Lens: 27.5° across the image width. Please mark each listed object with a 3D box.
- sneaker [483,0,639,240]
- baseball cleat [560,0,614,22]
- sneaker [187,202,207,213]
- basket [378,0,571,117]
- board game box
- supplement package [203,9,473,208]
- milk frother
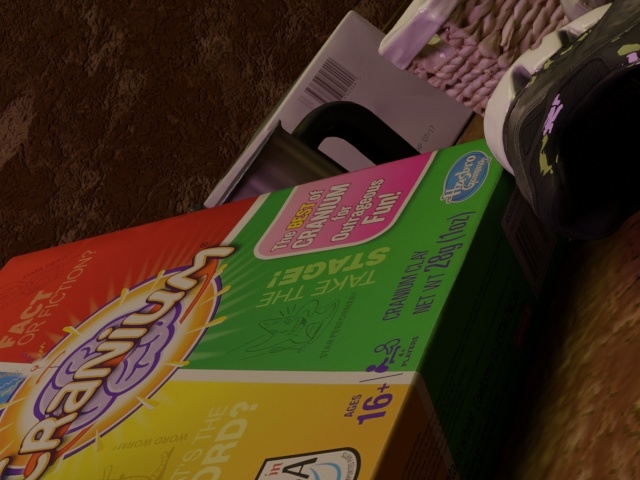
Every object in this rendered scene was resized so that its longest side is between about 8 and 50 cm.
[{"bbox_3d":[0.150,-0.083,0.458,0.234,0.078,0.106,-47,19,26],"label":"sneaker"},{"bbox_3d":[0.206,-0.211,0.742,0.206,0.072,0.109,-48,1,18],"label":"baseball cleat"},{"bbox_3d":[-0.104,0.100,1.247,0.112,0.120,0.299,77,-158,-45],"label":"sneaker"},{"bbox_3d":[0.137,-0.178,0.925,0.167,0.103,0.113,-55,6,-14],"label":"basket"},{"bbox_3d":[-0.068,0.074,0.578,0.316,0.064,0.242,-13,30,31],"label":"board game box"},{"bbox_3d":[0.008,-0.071,1.153,0.139,0.134,0.244,-56,6,-21],"label":"supplement package"},{"bbox_3d":[0.000,0.000,0.821,0.143,0.134,0.129,-47,9,49],"label":"milk frother"}]
